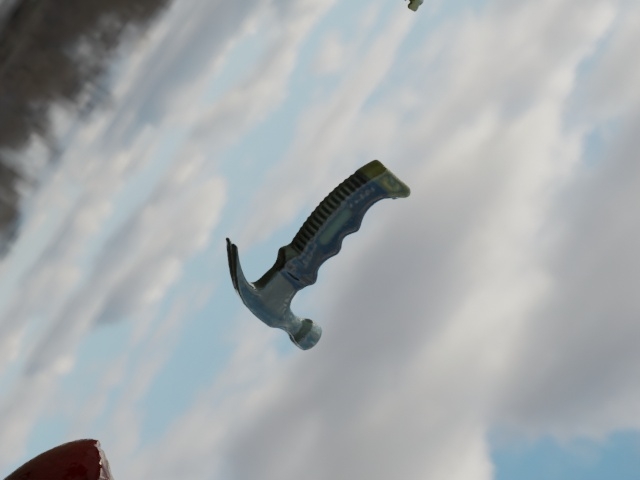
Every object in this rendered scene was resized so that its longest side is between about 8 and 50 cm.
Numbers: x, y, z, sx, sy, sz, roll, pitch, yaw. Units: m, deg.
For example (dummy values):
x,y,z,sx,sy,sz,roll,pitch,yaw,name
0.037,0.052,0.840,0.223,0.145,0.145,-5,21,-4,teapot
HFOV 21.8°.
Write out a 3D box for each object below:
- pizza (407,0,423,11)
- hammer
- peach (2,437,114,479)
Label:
x,y,z,sx,sy,sz,roll,pitch,yaw,name
0.069,-0.357,1.595,0.280,0.075,0.287,131,-44,-57,pizza
0.000,0.000,1.878,0.226,0.159,0.041,-46,-155,2,hammer
-0.157,0.195,0.964,0.151,0.118,0.151,169,-90,-77,peach
